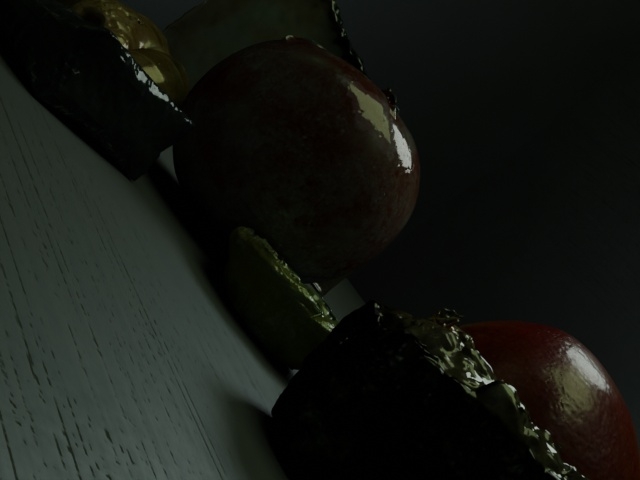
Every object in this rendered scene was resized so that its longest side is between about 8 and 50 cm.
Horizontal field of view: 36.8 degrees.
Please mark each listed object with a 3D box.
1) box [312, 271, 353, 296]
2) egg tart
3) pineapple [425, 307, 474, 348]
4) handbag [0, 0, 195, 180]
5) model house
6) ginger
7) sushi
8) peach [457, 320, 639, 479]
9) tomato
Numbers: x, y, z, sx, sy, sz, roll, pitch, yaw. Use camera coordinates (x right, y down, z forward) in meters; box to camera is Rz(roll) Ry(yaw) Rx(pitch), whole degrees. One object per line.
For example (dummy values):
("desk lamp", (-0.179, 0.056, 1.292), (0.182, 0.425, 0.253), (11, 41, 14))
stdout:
("box", (-0.002, 0.002, 2.250), (0.184, 0.143, 0.273), (52, 1, -7))
("egg tart", (-0.043, 0.069, 1.049), (0.197, 0.078, 0.197), (51, 0, 0))
("pineapple", (0.084, 0.179, 1.012), (0.186, 0.236, 0.114), (-15, -61, 42))
("handbag", (-0.237, -0.171, 0.958), (0.175, 0.089, 0.270), (45, -2, 31))
("model house", (-0.075, -0.272, 2.011), (0.445, 0.395, 0.400), (56, 1, 12))
("ginger", (-0.266, -0.266, 1.343), (0.363, 0.122, 0.348), (42, 7, 21))
("sushi", (0.122, 0.207, 0.787), (0.350, 0.171, 0.211), (48, 3, -3))
("peach", (0.233, 0.263, 1.143), (0.308, 0.308, 0.332), (49, 23, -59))
("tomato", (-0.027, -0.099, 1.212), (0.317, 0.282, 0.316), (40, -14, 12))
